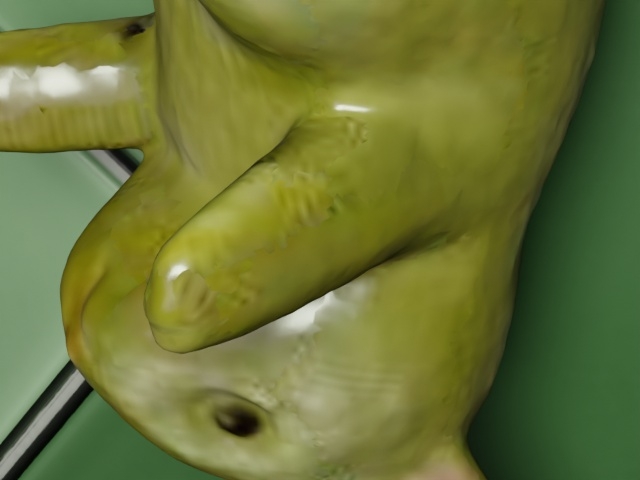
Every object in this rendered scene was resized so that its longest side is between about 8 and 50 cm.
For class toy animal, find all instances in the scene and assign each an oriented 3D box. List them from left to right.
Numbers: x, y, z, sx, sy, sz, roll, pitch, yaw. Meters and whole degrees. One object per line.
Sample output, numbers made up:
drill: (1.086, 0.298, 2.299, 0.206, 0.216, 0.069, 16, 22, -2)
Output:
toy animal: (-0.016, -0.006, 0.531, 0.181, 0.180, 0.363, 43, 129, 55)
